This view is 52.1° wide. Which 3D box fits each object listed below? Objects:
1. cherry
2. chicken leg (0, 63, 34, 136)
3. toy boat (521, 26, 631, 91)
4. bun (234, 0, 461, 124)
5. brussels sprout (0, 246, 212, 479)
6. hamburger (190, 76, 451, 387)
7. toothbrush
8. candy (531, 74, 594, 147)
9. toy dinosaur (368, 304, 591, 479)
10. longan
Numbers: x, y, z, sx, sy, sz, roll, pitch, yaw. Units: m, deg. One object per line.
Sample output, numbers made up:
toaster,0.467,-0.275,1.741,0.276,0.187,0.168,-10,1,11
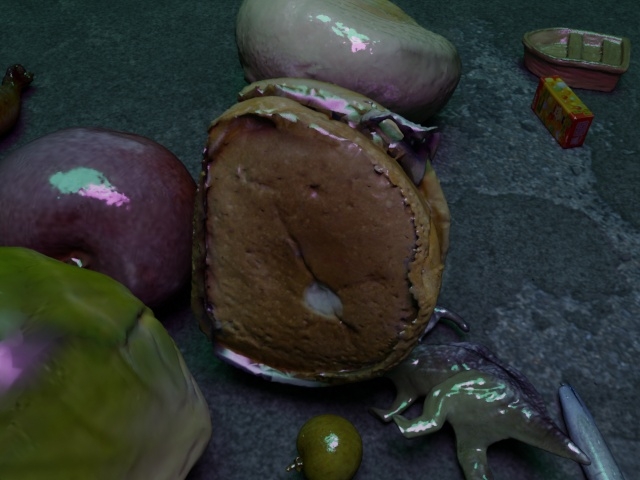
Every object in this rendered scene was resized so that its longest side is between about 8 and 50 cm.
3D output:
cherry,-0.265,-0.031,0.807,0.261,0.221,0.307,19,22,-10
chicken leg,-0.583,-0.190,1.050,0.323,0.082,0.177,-37,42,-27
toy boat,0.459,-0.334,1.198,0.188,0.061,0.116,14,50,12
bun,0.033,-0.272,1.024,0.366,0.219,0.365,17,29,-10
brussels sprout,-0.275,0.161,0.584,0.268,0.344,0.344,-11,37,37
hamburger,0.000,0.000,0.704,0.277,0.317,0.195,13,23,6
toothbrush,0.311,0.310,0.613,0.035,0.042,0.413,-7,45,-6
candy,0.398,-0.214,1.085,0.038,0.062,0.121,-9,47,-11
toy dinosaur,0.142,0.165,0.718,0.162,0.077,0.294,-28,51,-16
longan,0.003,0.218,0.674,0.083,0.075,0.075,-16,49,-11
